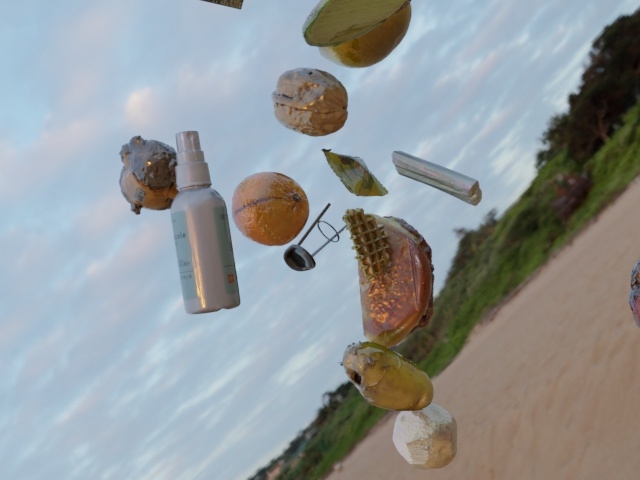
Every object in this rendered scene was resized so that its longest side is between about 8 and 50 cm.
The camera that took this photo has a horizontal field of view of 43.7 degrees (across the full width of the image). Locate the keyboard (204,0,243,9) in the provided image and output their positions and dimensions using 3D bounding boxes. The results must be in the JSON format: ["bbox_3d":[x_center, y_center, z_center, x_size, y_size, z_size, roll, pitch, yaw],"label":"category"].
[{"bbox_3d":[-0.247,-0.562,1.787,0.176,0.014,0.055,2,-62,-37],"label":"keyboard"}]

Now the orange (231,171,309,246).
[{"bbox_3d":[-0.116,-0.079,1.909,0.161,0.193,0.193,-37,-5,42],"label":"orange"}]

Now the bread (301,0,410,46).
[{"bbox_3d":[0.090,-0.524,1.760,0.301,0.045,0.301,-27,-7,-3],"label":"bread"}]

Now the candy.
[{"bbox_3d":[0.112,-0.220,2.646,0.081,0.187,0.297,-41,-19,25],"label":"candy"}]

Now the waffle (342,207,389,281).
[{"bbox_3d":[0.116,0.004,2.181,0.046,0.192,0.160,-8,47,53],"label":"waffle"}]

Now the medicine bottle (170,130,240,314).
[{"bbox_3d":[-0.234,-0.036,1.549,0.110,0.351,0.110,-9,-1,0],"label":"medicine bottle"}]

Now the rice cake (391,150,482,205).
[{"bbox_3d":[0.267,-0.148,1.833,0.042,0.222,0.080,-56,-26,-17],"label":"rice cake"}]

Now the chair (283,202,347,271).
[{"bbox_3d":[-0.001,0.000,2.281,0.221,0.104,0.095,-44,28,-21],"label":"chair"}]

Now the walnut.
[{"bbox_3d":[-0.030,-0.398,2.287,0.198,0.245,0.198,-38,-43,-48],"label":"walnut"}]

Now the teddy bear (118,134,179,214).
[{"bbox_3d":[-0.347,-0.138,1.650,0.140,0.177,0.190,-57,-1,-33],"label":"teddy bear"}]

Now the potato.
[{"bbox_3d":[0.178,0.367,2.135,0.300,0.172,0.140,31,-60,-32],"label":"potato"}]

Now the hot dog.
[{"bbox_3d":[0.228,0.112,2.363,0.223,0.404,0.185,-8,-6,15],"label":"hot dog"}]

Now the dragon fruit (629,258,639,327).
[{"bbox_3d":[0.763,0.108,1.814,0.223,0.148,0.218,-70,6,-56],"label":"dragon fruit"}]

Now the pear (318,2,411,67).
[{"bbox_3d":[0.168,-0.672,2.499,0.386,0.191,0.340,-37,-18,-50],"label":"pear"}]

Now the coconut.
[{"bbox_3d":[0.295,0.543,2.241,0.194,0.194,0.194,-41,-13,-11],"label":"coconut"}]
